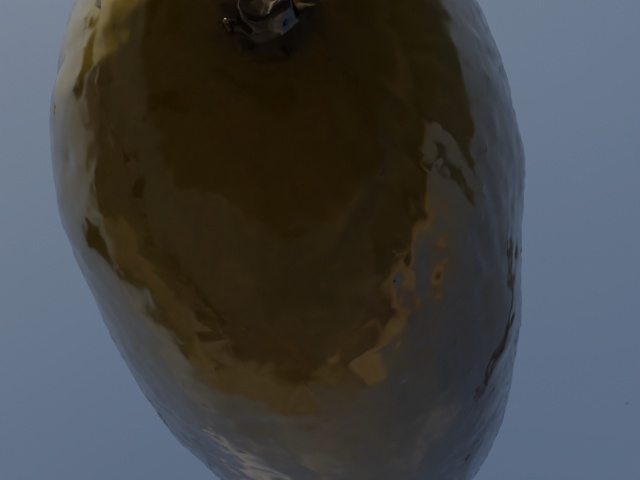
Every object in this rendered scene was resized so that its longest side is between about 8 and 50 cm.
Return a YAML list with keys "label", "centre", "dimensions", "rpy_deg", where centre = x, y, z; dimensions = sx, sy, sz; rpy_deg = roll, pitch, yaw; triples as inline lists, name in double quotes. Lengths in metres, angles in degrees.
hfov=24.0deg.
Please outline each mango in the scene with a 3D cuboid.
- label: "mango"
  centre: [0.001, 0.006, 0.518]
  dimensions: [0.142, 0.331, 0.195]
  rpy_deg: [-13, -120, 5]
